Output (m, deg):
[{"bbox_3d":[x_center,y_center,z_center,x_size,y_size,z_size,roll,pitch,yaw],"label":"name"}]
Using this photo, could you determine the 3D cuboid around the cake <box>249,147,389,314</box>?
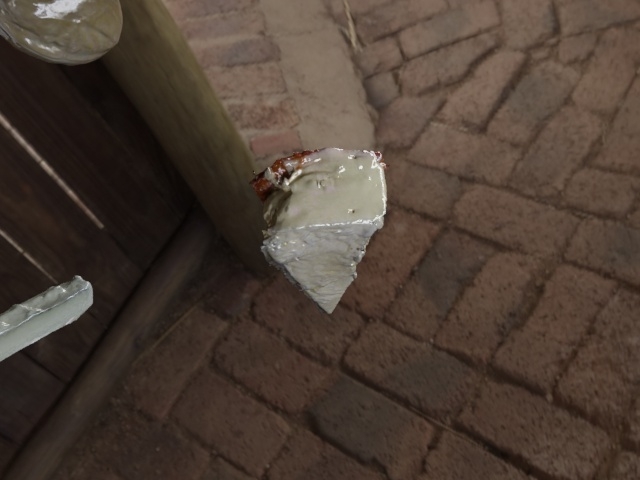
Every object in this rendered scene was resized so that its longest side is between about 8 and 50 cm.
[{"bbox_3d":[-0.019,-0.002,0.745,0.116,0.220,0.086,3,65,-14],"label":"cake"}]

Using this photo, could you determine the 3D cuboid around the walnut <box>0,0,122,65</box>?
[{"bbox_3d":[-0.327,-0.287,0.971,0.140,0.162,0.140,-4,86,53],"label":"walnut"}]

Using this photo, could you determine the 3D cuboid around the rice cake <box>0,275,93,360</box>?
[{"bbox_3d":[-0.389,0.115,0.945,0.256,0.057,0.052,-32,78,-39],"label":"rice cake"}]
